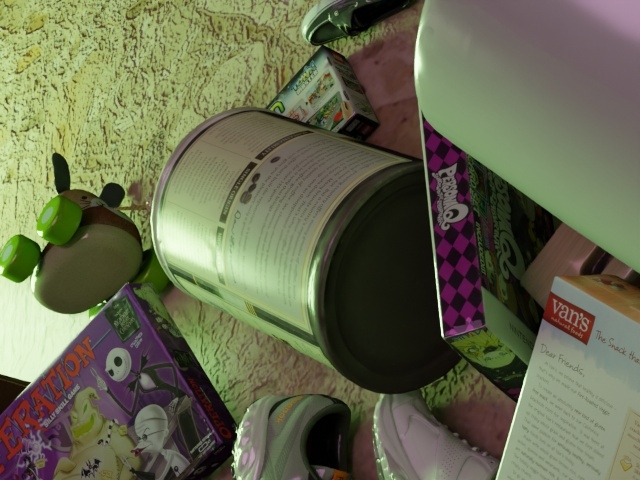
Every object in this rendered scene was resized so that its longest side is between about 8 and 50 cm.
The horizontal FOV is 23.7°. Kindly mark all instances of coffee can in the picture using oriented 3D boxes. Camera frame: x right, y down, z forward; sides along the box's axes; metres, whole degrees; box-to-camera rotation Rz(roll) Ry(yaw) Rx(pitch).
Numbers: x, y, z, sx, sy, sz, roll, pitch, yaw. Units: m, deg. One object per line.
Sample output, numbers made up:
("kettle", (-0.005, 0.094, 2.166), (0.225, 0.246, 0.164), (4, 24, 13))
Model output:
("coffee can", (0.000, 0.000, 1.381), (0.275, 0.201, 0.201), (23, 90, 50))

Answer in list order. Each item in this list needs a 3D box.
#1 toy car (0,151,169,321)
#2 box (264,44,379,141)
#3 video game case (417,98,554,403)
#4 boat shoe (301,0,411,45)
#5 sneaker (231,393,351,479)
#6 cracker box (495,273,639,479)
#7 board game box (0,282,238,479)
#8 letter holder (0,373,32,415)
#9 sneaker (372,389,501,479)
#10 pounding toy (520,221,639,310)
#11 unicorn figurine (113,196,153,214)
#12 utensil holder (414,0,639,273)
("toy car", (-0.264, -0.020, 1.738), (0.149, 0.155, 0.188), (-39, 35, 30))
("box", (-0.035, -0.093, 1.591), (0.207, 0.036, 0.114), (-45, 44, 24))
("video game case", (0.143, 0.005, 1.216), (0.042, 0.210, 0.232), (-16, 59, 22))
("boat shoe", (0.036, -0.235, 1.570), (0.142, 0.049, 0.040), (-29, 53, 34))
("sneaker", (-0.023, 0.263, 1.370), (0.108, 0.100, 0.271), (-17, 61, 37))
("cracker box", (0.203, 0.158, 1.044), (0.155, 0.067, 0.232), (34, 117, 48))
("board game box", (-0.248, 0.231, 1.619), (0.347, 0.056, 0.208), (-45, 61, 24))
("letter holder", (-0.482, 0.286, 1.773), (0.152, 0.214, 0.302), (2, 74, 48))
("sneaker", (0.108, 0.201, 1.273), (0.115, 0.090, 0.232), (-10, 35, -1))
("pounding toy", (0.236, -0.008, 1.120), (0.181, 0.206, 0.094), (-55, 42, 15))
("unicorn figurine", (-0.124, -0.060, 1.610), (0.162, 0.060, 0.111), (-51, 39, -5))
("utensil holder", (0.298, -0.097, 0.906), (0.385, 0.327, 0.328), (36, 101, 25))
